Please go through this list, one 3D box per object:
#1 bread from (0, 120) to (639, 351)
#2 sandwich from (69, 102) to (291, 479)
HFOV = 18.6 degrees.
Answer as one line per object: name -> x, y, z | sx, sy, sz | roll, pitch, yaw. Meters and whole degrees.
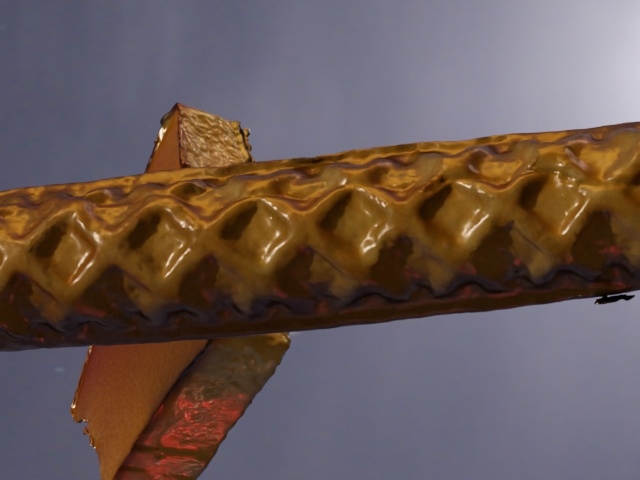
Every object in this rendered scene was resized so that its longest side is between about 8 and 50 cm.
bread -> 0.000, -0.001, 0.856 | 0.084, 0.367, 0.077 | -70, -29, -69
sandwich -> -0.086, 0.041, 1.085 | 0.058, 0.162, 0.193 | 19, -145, -25
